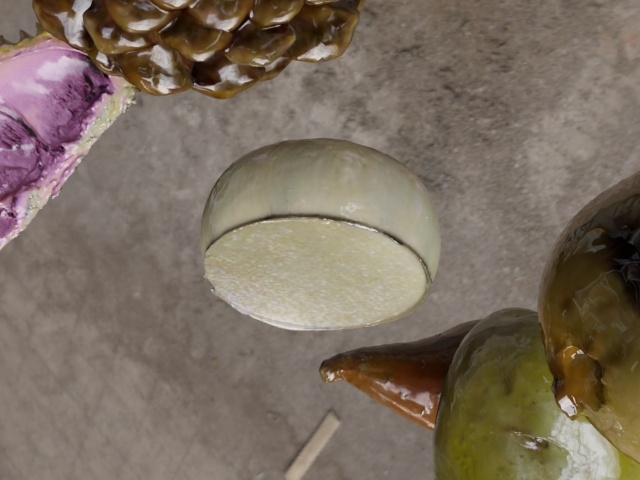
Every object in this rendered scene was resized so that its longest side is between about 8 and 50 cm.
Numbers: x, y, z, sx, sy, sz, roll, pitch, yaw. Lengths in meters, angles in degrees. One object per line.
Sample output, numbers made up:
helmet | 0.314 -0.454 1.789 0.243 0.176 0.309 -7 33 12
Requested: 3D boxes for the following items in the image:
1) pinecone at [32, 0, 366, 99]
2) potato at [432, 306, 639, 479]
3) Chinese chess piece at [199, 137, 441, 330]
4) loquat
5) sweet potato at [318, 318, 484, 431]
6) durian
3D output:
pinecone | -0.062 -0.162 0.434 0.212 0.169 0.185 32 100 59
potato | 0.160 0.149 0.673 0.155 0.137 0.200 5 99 3
Chinese chess piece | 0.000 0.000 0.471 0.122 0.122 0.051 -28 45 43
loquat | 0.177 0.033 0.426 0.163 0.163 0.137 20 140 36
sweet potato | 0.177 0.123 0.821 0.359 0.112 0.112 1 110 -4
durian | -0.367 -0.131 1.091 0.191 0.341 0.112 39 175 -16
